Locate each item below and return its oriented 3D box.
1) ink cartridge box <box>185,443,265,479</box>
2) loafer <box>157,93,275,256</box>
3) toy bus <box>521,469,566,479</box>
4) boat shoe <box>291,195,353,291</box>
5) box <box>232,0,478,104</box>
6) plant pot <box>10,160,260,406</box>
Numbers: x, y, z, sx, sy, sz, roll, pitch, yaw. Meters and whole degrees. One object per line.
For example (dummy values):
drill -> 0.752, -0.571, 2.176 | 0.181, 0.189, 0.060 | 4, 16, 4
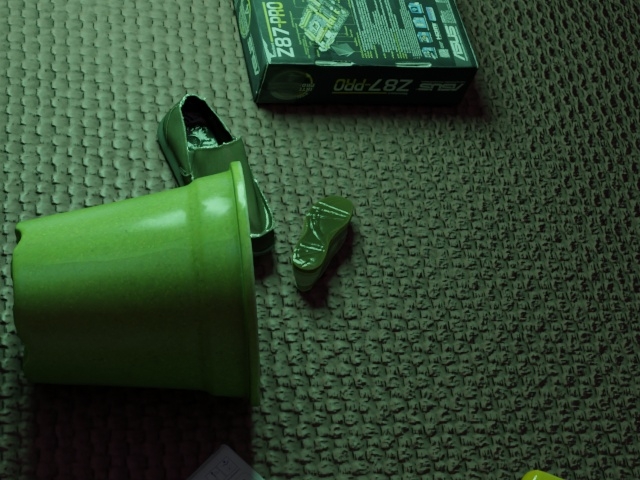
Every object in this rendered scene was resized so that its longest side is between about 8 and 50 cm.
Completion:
ink cartridge box -> -0.053, 0.381, 1.333 | 0.311, 0.065, 0.186 | 39, 53, 15
loafer -> -0.135, -0.087, 1.631 | 0.094, 0.087, 0.251 | -21, 63, -29
toy bus -> 0.201, 0.414, 1.331 | 0.108, 0.130, 0.332 | 21, 51, 14
boat shoe -> 0.002, 0.001, 1.644 | 0.056, 0.048, 0.153 | 14, 44, 9
box -> 0.030, -0.376, 1.889 | 0.318, 0.097, 0.395 | -1, 55, -20
plant pot -> -0.205, 0.058, 1.419 | 0.254, 0.276, 0.276 | -5, 56, -6
